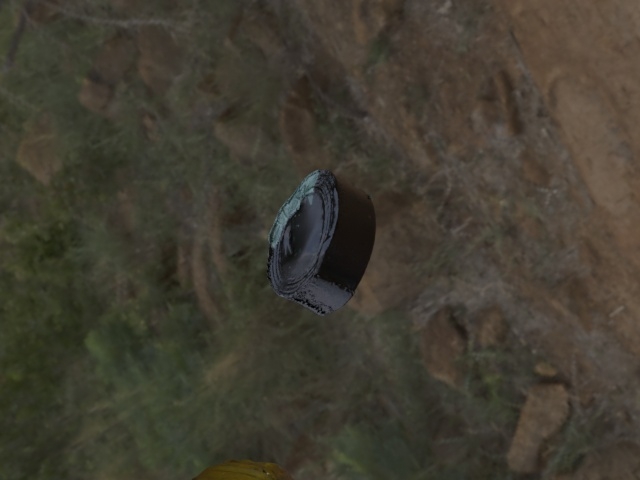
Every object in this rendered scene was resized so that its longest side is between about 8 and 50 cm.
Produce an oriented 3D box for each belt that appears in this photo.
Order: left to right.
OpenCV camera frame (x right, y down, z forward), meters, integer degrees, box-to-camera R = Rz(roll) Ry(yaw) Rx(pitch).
[{"bbox_3d":[0.000,0.000,1.298,0.078,0.198,0.151,29,137,-29],"label":"belt"}]

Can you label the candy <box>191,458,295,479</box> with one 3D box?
[{"bbox_3d":[-0.091,0.385,1.159,0.118,0.260,0.260,1,131,18],"label":"candy"}]
